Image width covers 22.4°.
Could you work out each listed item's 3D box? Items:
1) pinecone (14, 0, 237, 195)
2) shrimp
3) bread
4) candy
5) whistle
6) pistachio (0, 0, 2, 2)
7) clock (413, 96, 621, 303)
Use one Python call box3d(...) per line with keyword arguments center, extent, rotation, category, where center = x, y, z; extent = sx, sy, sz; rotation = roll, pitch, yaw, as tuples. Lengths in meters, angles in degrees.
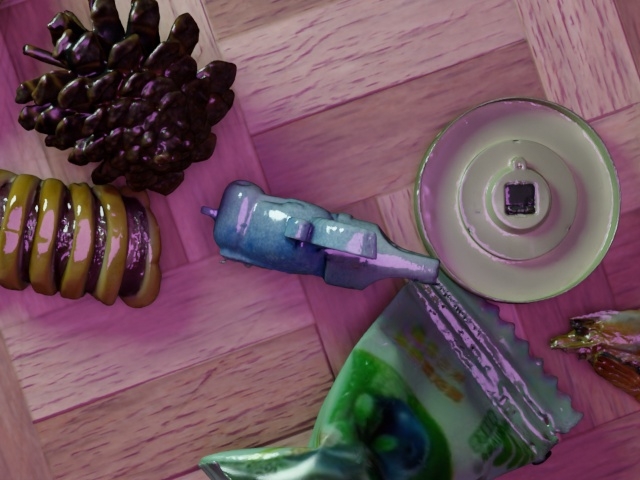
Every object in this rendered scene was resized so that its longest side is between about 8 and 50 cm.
box3d(center=(-0.211, -0.162, 1.699), extent=(0.201, 0.229, 0.202), rotation=(22, 69, 29), category="pinecone")
box3d(center=(0.365, 0.133, 1.828), extent=(0.217, 0.051, 0.115), rotation=(7, 93, -7), category="shrimp")
box3d(center=(-0.281, -0.002, 1.754), extent=(0.225, 0.081, 0.134), rotation=(7, 90, -5), category="bread")
box3d(center=(0.082, 0.222, 1.755), extent=(0.398, 0.172, 0.263), rotation=(-40, 98, -15), category="candy")
box3d(center=(0.000, 0.000, 1.734), extent=(0.269, 0.180, 0.093), rotation=(12, 89, 4), category="whistle")
box3d(center=(-0.476, -0.268, 1.688), extent=(0.318, 0.214, 0.193), rotation=(-16, 133, 3), category="pistachio")
box3d(center=(0.222, -0.045, 1.808), extent=(0.235, 0.029, 0.235), rotation=(1, 86, -8), category="clock")
